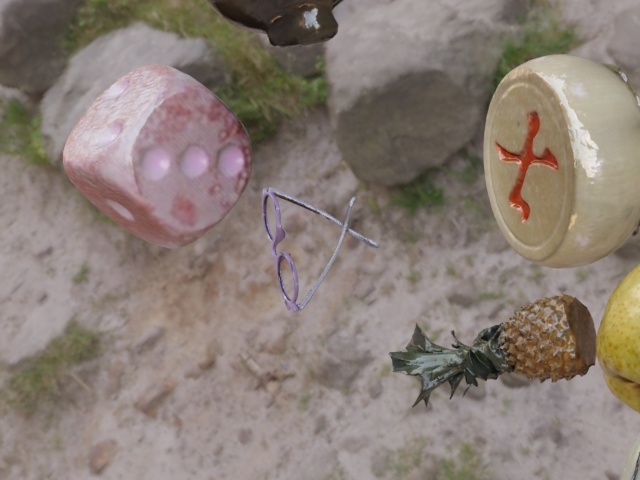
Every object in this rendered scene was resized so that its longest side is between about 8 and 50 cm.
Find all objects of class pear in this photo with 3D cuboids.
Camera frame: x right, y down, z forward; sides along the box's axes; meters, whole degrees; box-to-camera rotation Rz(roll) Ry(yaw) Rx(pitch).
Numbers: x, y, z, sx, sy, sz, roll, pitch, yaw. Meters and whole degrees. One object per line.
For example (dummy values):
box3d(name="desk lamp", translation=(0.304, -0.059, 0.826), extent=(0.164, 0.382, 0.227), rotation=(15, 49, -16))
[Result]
box3d(name="pear", translation=(0.315, 0.085, 0.808), extent=(0.178, 0.178, 0.178), rotation=(-26, 33, 18))

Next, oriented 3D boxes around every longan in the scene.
box3d(name="longan", translation=(-0.023, -0.169, 0.585), extent=(0.106, 0.119, 0.106), rotation=(-17, -8, -2))

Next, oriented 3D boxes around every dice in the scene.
box3d(name="dice", translation=(-0.107, -0.055, 0.655), extent=(0.094, 0.093, 0.091), rotation=(10, 60, 49))

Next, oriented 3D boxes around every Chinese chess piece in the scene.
box3d(name="Chinese chess piece", translation=(0.384, -0.124, 1.557), extent=(0.140, 0.338, 0.338), rotation=(-5, 28, -15))

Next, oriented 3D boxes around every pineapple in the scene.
box3d(name="pineapple", translation=(0.229, 0.146, 1.321), extent=(0.277, 0.119, 0.130), rotation=(-19, 59, 34))

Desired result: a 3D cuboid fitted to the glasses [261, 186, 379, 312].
box3d(name="glasses", translation=(0.000, 0.000, 1.037), extent=(0.103, 0.062, 0.140), rotation=(-11, 70, -20))

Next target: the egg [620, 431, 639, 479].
box3d(name="egg", translation=(0.588, 0.382, 1.489), extent=(0.337, 0.337, 0.201), rotation=(-44, 3, -11))
